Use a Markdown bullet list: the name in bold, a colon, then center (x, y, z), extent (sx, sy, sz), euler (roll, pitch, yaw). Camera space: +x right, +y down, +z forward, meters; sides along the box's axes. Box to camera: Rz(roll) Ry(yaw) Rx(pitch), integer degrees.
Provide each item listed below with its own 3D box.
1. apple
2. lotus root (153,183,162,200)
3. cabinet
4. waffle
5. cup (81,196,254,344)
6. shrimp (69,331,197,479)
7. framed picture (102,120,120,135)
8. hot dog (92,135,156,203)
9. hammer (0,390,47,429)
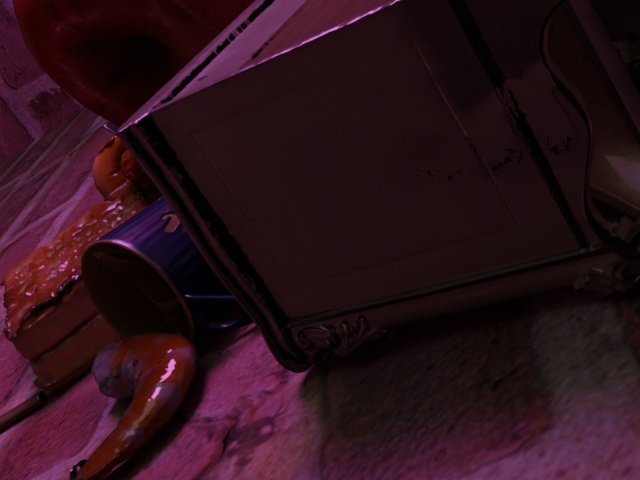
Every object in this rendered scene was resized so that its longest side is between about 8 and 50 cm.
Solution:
- **apple**: center (-0.162, -0.307, 1.191), extent (0.363, 0.364, 0.364), euler (-31, 19, 12)
- **lotus root**: center (-0.110, -0.062, 1.116), extent (0.124, 0.123, 0.241), euler (-17, 6, -24)
- **cabinet**: center (0.096, -0.101, 0.712), extent (0.318, 0.228, 0.290), euler (-17, 25, 36)
- **waffle**: center (-0.262, 0.042, 1.171), extent (0.213, 0.091, 0.308), euler (-38, 18, -7)
- **cup**: center (-0.107, 0.019, 0.942), extent (0.176, 0.131, 0.155), euler (16, 43, 28)
- **shrimp**: center (-0.172, 0.146, 0.854), extent (0.161, 0.049, 0.166), euler (-11, 38, 47)
- **framed picture**: center (-0.101, -0.180, 1.328), extent (0.232, 0.019, 0.296), euler (33, 61, 23)
- **hot dog**: center (-0.190, -0.140, 1.412), extent (0.257, 0.150, 0.153), euler (-47, 12, -31)
- **hammer**: center (-0.367, 0.209, 1.065), extent (0.198, 0.013, 0.062), euler (-31, 20, 11)
